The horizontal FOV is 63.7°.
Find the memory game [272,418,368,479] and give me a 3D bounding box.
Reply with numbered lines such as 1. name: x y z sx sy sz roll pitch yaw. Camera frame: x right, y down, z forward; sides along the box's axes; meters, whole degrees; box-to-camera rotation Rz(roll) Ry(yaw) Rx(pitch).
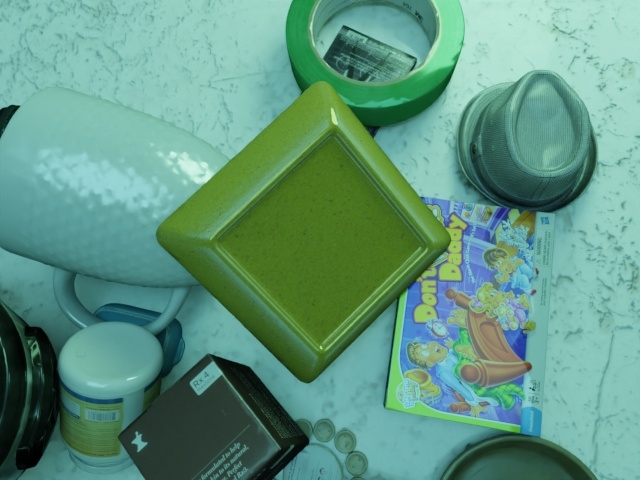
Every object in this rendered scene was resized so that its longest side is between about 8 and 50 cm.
1. memory game: -0.012 0.383 0.835 0.186 0.012 0.186 -1 77 5

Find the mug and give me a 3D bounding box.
1. mug: -0.304 -0.017 0.836 0.327 0.276 0.375 17 96 -2

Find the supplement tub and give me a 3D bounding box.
1. supplement tub: -0.320 0.241 0.787 0.144 0.144 0.200 20 119 9

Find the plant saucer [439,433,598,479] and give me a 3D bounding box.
1. plant saucer: 0.303 0.439 0.781 0.277 0.041 0.278 -1 76 4

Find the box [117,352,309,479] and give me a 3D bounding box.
1. box: -0.145 0.294 0.762 0.168 0.203 0.167 -42 70 -5

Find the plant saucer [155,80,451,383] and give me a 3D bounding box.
1. plant saucer: 0.000 0.000 0.733 0.333 0.081 0.333 -44 105 -6

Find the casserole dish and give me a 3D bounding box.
1. casserole dish: -0.332 0.173 0.899 0.188 0.037 0.114 13 78 7

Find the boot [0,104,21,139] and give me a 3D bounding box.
1. boot: -0.674 -0.147 0.972 0.207 0.094 0.247 7 83 3

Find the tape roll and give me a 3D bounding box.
1. tape roll: 0.097 -0.373 0.954 0.320 0.077 0.322 -1 77 3

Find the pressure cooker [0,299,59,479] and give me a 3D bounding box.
1. pressure cooker: -0.580 0.226 0.722 0.375 0.420 0.370 45 63 0

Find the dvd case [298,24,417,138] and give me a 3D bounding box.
1. dvd case: 0.062 -0.290 0.985 0.164 0.018 0.221 28 80 9

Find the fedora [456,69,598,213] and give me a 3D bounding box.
1. fedora: 0.362 -0.185 0.871 0.243 0.124 0.276 9 74 7

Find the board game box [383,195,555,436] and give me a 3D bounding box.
1. board game box: 0.241 0.116 0.843 0.233 0.078 0.348 8 78 7
